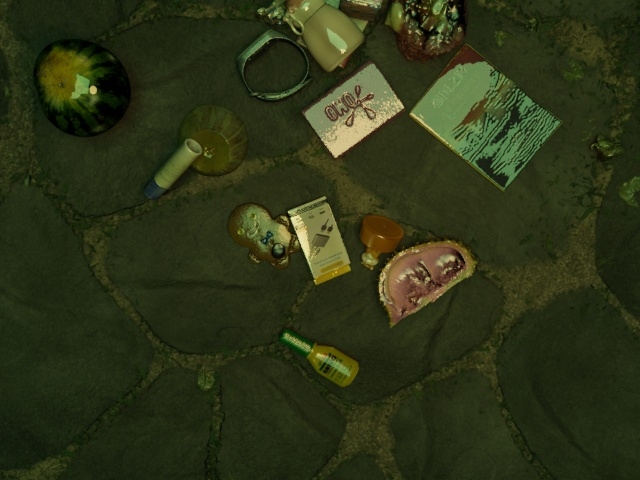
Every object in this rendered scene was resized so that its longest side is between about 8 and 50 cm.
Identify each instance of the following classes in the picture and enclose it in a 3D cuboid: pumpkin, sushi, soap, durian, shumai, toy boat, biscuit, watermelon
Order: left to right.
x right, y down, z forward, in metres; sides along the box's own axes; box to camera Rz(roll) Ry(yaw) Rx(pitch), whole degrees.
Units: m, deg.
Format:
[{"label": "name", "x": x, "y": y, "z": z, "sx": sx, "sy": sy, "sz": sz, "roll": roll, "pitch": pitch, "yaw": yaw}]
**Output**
[{"label": "watermelon", "x": -0.663, "y": -0.427, "z": 1.645, "sx": 0.269, "sy": 0.269, "sz": 0.269, "roll": 0, "pitch": 97, "yaw": 1}, {"label": "pumpkin", "x": -0.323, "y": -0.288, "z": 1.730, "sx": 0.217, "sy": 0.110, "sz": 0.217, "roll": 0, "pitch": 103, "yaw": -2}, {"label": "biscuit", "x": -0.173, "y": -0.016, "z": 1.793, "sx": 0.236, "sy": 0.039, "sz": 0.180, "roll": 35, "pitch": 97, "yaw": -1}, {"label": "toy boat", "x": -0.078, "y": -0.686, "z": 1.692, "sx": 0.210, "sy": 0.084, "sz": 0.066, "roll": -35, "pitch": 100, "yaw": -5}, {"label": "soap", "x": 0.093, "y": -0.376, "z": 1.719, "sx": 0.259, "sy": 0.081, "sz": 0.181, "roll": -34, "pitch": 95, "yaw": 5}, {"label": "durian", "x": 0.298, "y": 0.093, "z": 1.764, "sx": 0.341, "sy": 0.112, "sz": 0.191, "roll": -34, "pitch": 87, "yaw": -3}, {"label": "sushi", "x": 0.294, "y": -0.637, "z": 1.639, "sx": 0.237, "sy": 0.171, "sz": 0.270, "roll": -8, "pitch": 102, "yaw": 2}, {"label": "shumai", "x": 0.841, "y": -0.277, "z": 1.726, "sx": 0.083, "sy": 0.082, "sz": 0.080, "roll": -18, "pitch": 87, "yaw": -38}]

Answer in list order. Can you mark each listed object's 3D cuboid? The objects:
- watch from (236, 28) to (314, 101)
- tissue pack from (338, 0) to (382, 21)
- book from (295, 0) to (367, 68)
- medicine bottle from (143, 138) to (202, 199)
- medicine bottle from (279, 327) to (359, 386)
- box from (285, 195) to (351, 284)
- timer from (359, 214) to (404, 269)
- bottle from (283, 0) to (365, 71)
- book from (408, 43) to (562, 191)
[{"label": "watch", "x": -0.137, "y": -0.495, "z": 1.717, "sx": 0.206, "sy": 0.068, "sz": 0.193, "roll": -40, "pitch": 94, "yaw": 3}, {"label": "tissue pack", "x": 0.111, "y": -0.661, "z": 1.626, "sx": 0.116, "sy": 0.155, "sz": 0.065, "roll": 11, "pitch": 96, "yaw": -3}, {"label": "book", "x": 0.051, "y": -0.644, "z": 1.716, "sx": 0.162, "sy": 0.022, "sz": 0.232, "roll": 27, "pitch": 96, "yaw": -6}, {"label": "medicine bottle", "x": -0.433, "y": -0.204, "z": 1.715, "sx": 0.231, "sy": 0.059, "sz": 0.059, "roll": -38, "pitch": 95, "yaw": 32}, {"label": "medicine bottle", "x": -0.008, "y": 0.354, "z": 1.820, "sx": 0.260, "sy": 0.064, "sz": 0.095, "roll": 32, "pitch": 97, "yaw": -2}, {"label": "box", "x": 0.000, "y": 0.000, "z": 1.778, "sx": 0.129, "sy": 0.033, "sz": 0.247, "roll": -23, "pitch": 96, "yaw": -11}, {"label": "timer", "x": 0.163, "y": 0.020, "z": 1.761, "sx": 0.132, "sy": 0.132, "sz": 0.152, "roll": 19, "pitch": 119, "yaw": -1}, {"label": "bottle", "x": -0.003, "y": -0.600, "z": 1.630, "sx": 0.147, "sy": 0.147, "sz": 0.236, "roll": -42, "pitch": 101, "yaw": 5}, {"label": "book", "x": 0.486, "y": -0.360, "z": 1.742, "sx": 0.374, "sy": 0.028, "sz": 0.262, "roll": 38, "pitch": 98, "yaw": -4}]
